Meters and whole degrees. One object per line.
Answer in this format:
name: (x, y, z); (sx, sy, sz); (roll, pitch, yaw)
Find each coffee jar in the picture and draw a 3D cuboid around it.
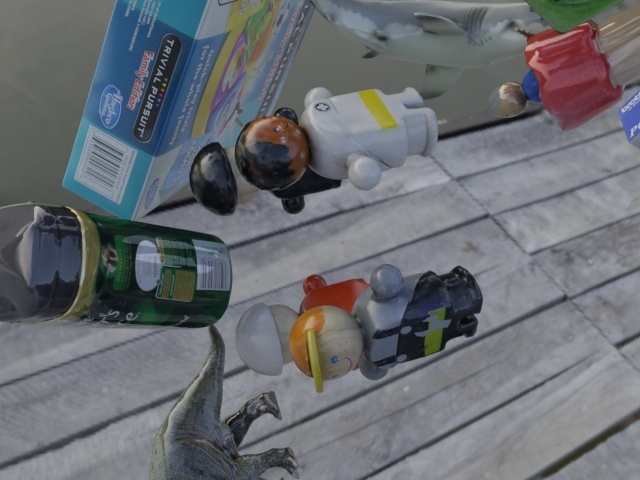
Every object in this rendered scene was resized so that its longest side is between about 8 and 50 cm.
coffee jar: (-0.155, 0.023, 0.574); (0.184, 0.096, 0.079); (12, 74, -54)

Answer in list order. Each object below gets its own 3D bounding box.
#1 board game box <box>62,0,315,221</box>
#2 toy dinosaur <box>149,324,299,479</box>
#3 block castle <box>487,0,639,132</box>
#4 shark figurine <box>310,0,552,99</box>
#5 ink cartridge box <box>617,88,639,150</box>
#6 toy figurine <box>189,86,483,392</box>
board game box: (-0.099, -0.193, 0.796); (0.079, 0.254, 0.336); (29, 28, 5)
toy dinosaur: (-0.106, 0.243, 0.811); (0.160, 0.314, 0.121); (-12, 26, -17)
block castle: (0.088, -0.262, 0.518); (0.453, 0.212, 0.303); (9, 61, -55)
shark figurine: (0.070, -0.229, 0.757); (0.278, 0.166, 0.116); (12, 68, -20)
ink cartridge box: (0.499, -0.215, 1.081); (0.046, 0.207, 0.097); (31, 36, -14)
toy figurine: (0.000, 0.000, 0.592); (0.148, 0.209, 0.213); (-13, 92, -16)
